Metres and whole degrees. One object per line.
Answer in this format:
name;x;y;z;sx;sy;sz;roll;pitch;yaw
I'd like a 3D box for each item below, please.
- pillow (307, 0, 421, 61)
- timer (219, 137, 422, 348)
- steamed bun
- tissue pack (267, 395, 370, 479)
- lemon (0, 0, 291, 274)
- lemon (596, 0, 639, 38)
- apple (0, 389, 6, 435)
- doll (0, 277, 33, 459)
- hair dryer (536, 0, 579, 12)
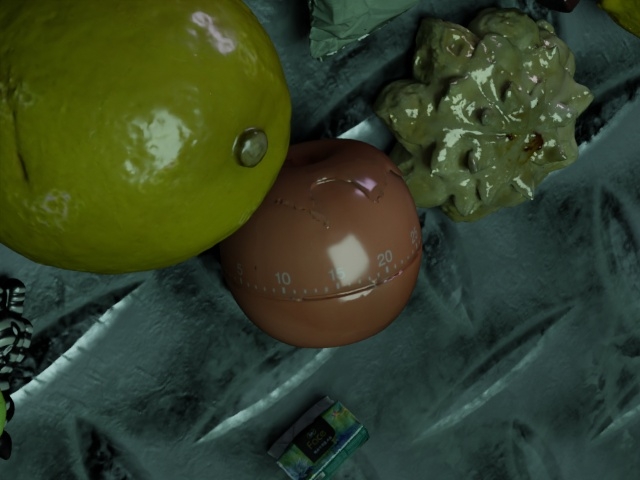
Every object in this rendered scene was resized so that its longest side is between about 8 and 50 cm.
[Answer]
pillow;0.085;-0.362;1.818;0.310;0.138;0.283;-31;138;-17
timer;0.000;0.000;1.891;0.230;0.230;0.214;-17;114;-29
steamed bun;0.202;-0.138;2.029;0.292;0.137;0.295;-35;132;-12
tissue pack;-0.004;0.257;2.138;0.111;0.079;0.085;-45;164;-8
lemon;-0.198;-0.124;1.606;0.348;0.348;0.348;-17;123;-28
lemon;0.426;-0.324;2.064;0.206;0.173;0.173;-18;124;-23
apple;-0.425;0.177;1.664;0.226;0.246;0.246;-25;127;-30
doll;-0.360;0.144;1.814;0.091;0.067;0.219;-3;111;-46
hair dryer;0.277;-0.473;1.916;0.340;0.123;0.312;45;74;-30
